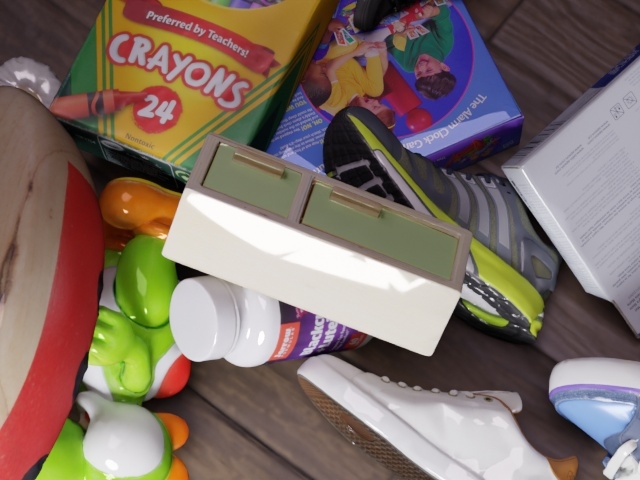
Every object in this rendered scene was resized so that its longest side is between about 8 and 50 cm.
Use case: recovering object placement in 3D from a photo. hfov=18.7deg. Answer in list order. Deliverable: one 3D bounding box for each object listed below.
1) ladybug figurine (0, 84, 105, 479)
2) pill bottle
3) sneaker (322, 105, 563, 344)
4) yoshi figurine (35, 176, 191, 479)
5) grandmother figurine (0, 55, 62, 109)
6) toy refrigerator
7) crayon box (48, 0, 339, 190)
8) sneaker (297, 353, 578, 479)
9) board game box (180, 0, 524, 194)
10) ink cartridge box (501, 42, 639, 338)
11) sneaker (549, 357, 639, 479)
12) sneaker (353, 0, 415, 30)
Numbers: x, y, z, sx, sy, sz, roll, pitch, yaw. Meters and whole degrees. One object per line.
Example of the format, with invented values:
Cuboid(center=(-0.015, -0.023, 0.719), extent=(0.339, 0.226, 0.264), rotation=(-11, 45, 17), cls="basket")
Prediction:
Cuboid(center=(-0.311, 0.078, 1.754), extent=(0.162, 0.305, 0.449), rotation=(28, 61, -32), cls="ladybug figurine")
Cuboid(center=(-0.045, 0.065, 1.880), extent=(0.193, 0.108, 0.108), rotation=(-8, 67, -37), cls="pill bottle")
Cuboid(center=(0.124, -0.031, 1.922), extent=(0.300, 0.111, 0.121), rotation=(45, 59, -18), cls="sneaker")
Cuboid(center=(-0.235, 0.126, 1.881), extent=(0.203, 0.203, 0.362), rotation=(0, 74, 20), cls="yoshi figurine")
Cuboid(center=(-0.352, -0.029, 1.959), extent=(0.208, 0.104, 0.342), rotation=(33, 72, -29), cls="grandmother figurine")
Cuboid(center=(0.000, 0.000, 1.812), extent=(0.269, 0.094, 0.102), rotation=(21, 36, -2), cls="toy refrigerator")
Cuboid(center=(-0.112, -0.212, 1.953), extent=(0.202, 0.081, 0.318), rotation=(22, 73, 10), cls="crayon box")
Cuboid(center=(0.118, 0.177, 1.890), extent=(0.290, 0.106, 0.123), rotation=(33, 73, 1), cls="sneaker")
Cuboid(center=(0.003, -0.144, 2.008), extent=(0.347, 0.078, 0.233), rotation=(-23, 72, -5), cls="board game box")
Cuboid(center=(0.324, -0.055, 1.950), extent=(0.223, 0.045, 0.224), rotation=(-40, 106, -17), cls="ink cartridge box")
Cuboid(center=(0.340, 0.266, 1.826), extent=(0.323, 0.130, 0.236), rotation=(21, 68, 3), cls="sneaker")
Cuboid(center=(0.109, -0.271, 1.977), extent=(0.089, 0.051, 0.170), rotation=(27, 71, 15), cls="sneaker")
